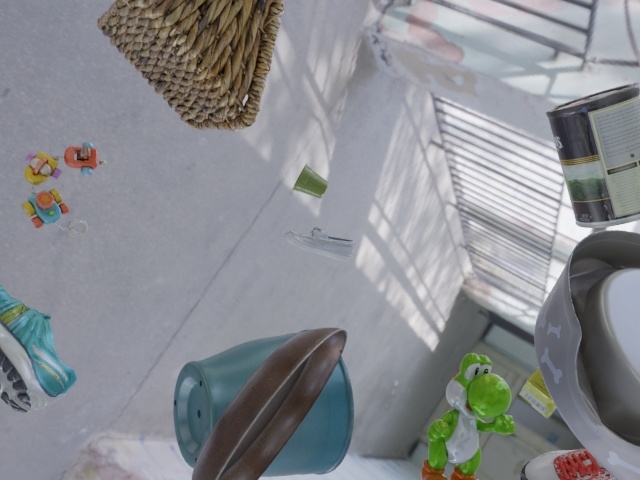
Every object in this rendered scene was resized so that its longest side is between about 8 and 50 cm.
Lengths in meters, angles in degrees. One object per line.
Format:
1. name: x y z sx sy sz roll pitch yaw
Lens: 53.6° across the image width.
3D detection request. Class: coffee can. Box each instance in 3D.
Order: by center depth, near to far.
1. coffee can: 0.644 -0.189 1.424 0.201 0.202 0.275 -28 103 -48

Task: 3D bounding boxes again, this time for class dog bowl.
1. dog bowl: 0.403 0.149 0.721 0.349 0.349 0.102 -32 159 -45

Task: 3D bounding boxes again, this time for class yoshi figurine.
1. yoshi figurine: 0.384 0.477 1.617 0.204 0.203 0.362 9 95 -61

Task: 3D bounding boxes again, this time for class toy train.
1. toy train: -0.416 -0.095 1.029 0.046 0.125 0.166 145 -51 -58

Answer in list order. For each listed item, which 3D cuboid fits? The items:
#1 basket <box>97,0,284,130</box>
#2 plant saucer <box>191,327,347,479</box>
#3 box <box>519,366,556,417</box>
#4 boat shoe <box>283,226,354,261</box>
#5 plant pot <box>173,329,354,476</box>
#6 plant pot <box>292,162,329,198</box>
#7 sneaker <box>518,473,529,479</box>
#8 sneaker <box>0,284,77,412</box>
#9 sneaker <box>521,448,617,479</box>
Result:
1. basket: -0.150 -0.305 0.904 0.213 0.299 0.223 -47 115 -13
2. plant saucer: -0.072 0.235 0.845 0.310 0.050 0.310 -51 164 -21
3. box: 0.401 0.160 0.964 0.232 0.058 0.087 -44 155 -14
4. boat shoe: 0.000 0.000 1.538 0.066 0.184 0.063 -139 -112 -70
5. plant pot: -0.120 0.305 1.154 0.255 0.271 0.271 2 120 -32
6. plant pot: -0.023 -0.152 1.706 0.083 0.079 0.083 -59 -172 13
7. sneaker: 0.378 0.661 1.193 0.182 0.410 0.158 -17 173 6
8. sneaker: -0.481 0.137 0.983 0.107 0.275 0.110 -39 170 33
9. sneaker: 0.558 0.452 1.301 0.145 0.270 0.090 97 -11 -49
